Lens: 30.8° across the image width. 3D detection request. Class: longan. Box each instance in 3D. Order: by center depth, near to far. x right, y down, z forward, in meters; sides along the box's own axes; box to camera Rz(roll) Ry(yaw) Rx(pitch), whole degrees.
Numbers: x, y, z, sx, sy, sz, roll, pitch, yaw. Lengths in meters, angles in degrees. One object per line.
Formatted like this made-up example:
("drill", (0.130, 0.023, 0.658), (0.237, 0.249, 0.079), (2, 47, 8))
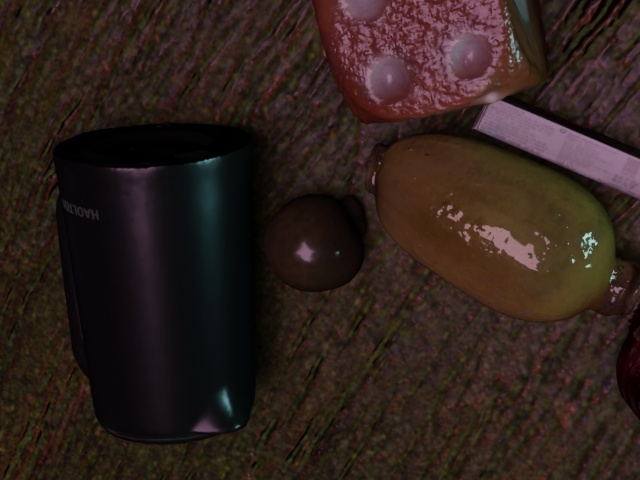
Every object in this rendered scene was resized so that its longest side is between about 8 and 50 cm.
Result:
("longan", (0.000, 0.000, 1.224), (0.119, 0.106, 0.106), (-38, 91, -19))

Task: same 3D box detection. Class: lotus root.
("lotus root", (0.177, -0.013, 1.138), (0.303, 0.131, 0.146), (28, 112, 9))

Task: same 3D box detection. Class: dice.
("dice", (0.105, -0.206, 1.087), (0.179, 0.175, 0.174), (-15, 100, 20))

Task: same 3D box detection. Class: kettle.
("kettle", (-0.195, 0.041, 1.241), (0.262, 0.203, 0.308), (3, 108, 15))

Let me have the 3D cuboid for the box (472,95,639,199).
("box", (0.259, -0.086, 1.134), (0.218, 0.055, 0.040), (25, 109, 10))

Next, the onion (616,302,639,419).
("onion", (0.374, 0.150, 1.103), (0.173, 0.135, 0.198), (-14, 116, -16))
